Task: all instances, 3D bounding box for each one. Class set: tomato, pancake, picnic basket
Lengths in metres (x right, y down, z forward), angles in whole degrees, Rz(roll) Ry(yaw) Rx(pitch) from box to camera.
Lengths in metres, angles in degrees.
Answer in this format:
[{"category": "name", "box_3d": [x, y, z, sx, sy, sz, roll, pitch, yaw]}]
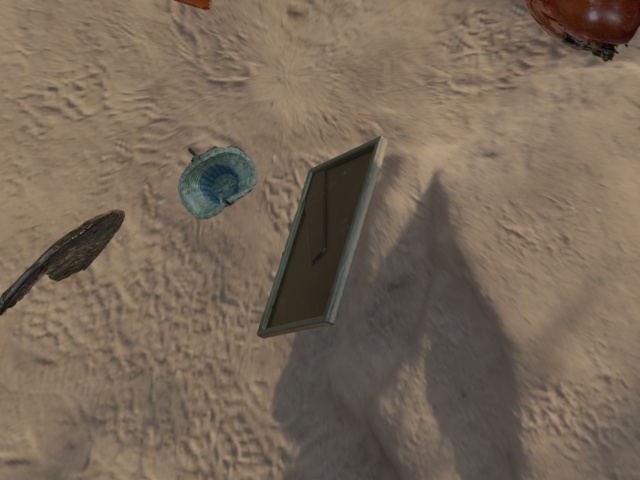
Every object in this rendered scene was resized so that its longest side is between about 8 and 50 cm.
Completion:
[{"category": "tomato", "box_3d": [0.188, -0.205, 0.775, 0.091, 0.159, 0.138, 14, 97, 2]}, {"category": "pancake", "box_3d": [-0.295, 0.027, 1.237, 0.020, 0.190, 0.184, 45, 76, 3]}, {"category": "picnic basket", "box_3d": [-0.105, -0.059, 1.068, 0.083, 0.083, 0.065, -32, 81, 7]}]

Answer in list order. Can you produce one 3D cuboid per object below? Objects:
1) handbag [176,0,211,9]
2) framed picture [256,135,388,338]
[{"category": "handbag", "box_3d": [-0.173, -0.424, 0.922, 0.304, 0.116, 0.410, 20, 135, 0]}, {"category": "framed picture", "box_3d": [0.000, 0.000, 1.355, 0.016, 0.184, 0.249, 27, 67, -24]}]
